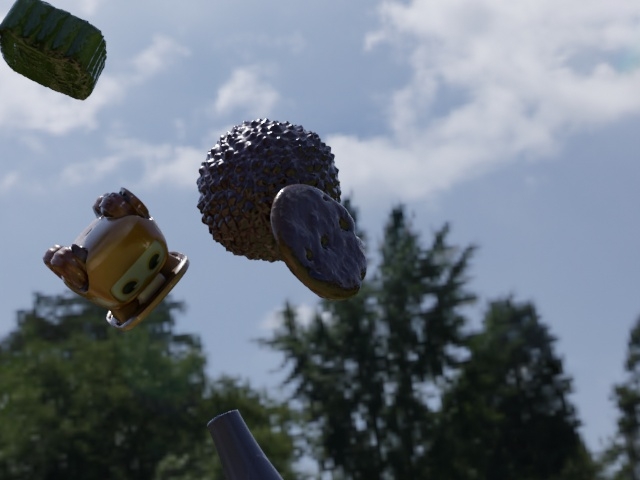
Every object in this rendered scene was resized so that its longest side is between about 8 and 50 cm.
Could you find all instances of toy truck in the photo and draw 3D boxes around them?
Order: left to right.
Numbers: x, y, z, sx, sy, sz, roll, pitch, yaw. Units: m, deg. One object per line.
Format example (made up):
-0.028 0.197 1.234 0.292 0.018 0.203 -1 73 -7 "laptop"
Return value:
-0.390 0.035 2.542 0.211 0.204 0.288 45 -15 -16 "toy truck"

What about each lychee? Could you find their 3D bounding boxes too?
-0.089 -0.091 2.356 0.264 0.264 0.300 -14 17 21 "lychee"

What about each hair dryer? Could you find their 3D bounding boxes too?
-0.185 0.505 2.428 0.121 0.301 0.361 -12 -21 -49 "hair dryer"

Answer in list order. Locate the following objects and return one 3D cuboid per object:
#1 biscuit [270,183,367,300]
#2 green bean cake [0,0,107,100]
0.000 0.000 2.145 0.036 0.212 0.212 -30 -27 33 "biscuit"
-0.548 -0.395 2.735 0.214 0.113 0.200 26 -20 -2 "green bean cake"
